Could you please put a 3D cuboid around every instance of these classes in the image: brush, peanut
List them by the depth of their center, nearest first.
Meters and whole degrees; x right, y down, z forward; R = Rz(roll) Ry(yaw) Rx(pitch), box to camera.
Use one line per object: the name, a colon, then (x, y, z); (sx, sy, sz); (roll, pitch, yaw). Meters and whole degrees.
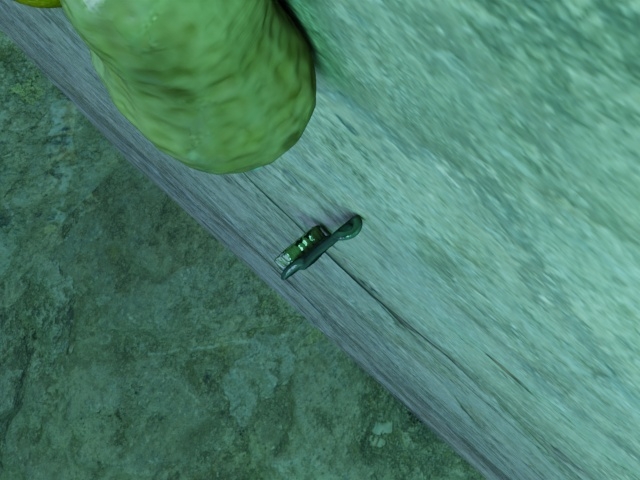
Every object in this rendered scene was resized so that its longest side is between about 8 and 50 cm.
peanut: (-0.059, -0.092, 0.513); (0.099, 0.099, 0.214); (42, 174, 15)
brush: (0.000, 0.000, 1.002); (0.027, 0.062, 0.266); (50, 169, -1)

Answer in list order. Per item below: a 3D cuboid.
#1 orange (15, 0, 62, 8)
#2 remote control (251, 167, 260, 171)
orange: (-0.145, -0.166, 0.622); (0.085, 0.085, 0.095); (47, 167, -27)
remote control: (-0.103, -0.118, 0.932); (0.162, 0.029, 0.061); (48, 171, -36)
